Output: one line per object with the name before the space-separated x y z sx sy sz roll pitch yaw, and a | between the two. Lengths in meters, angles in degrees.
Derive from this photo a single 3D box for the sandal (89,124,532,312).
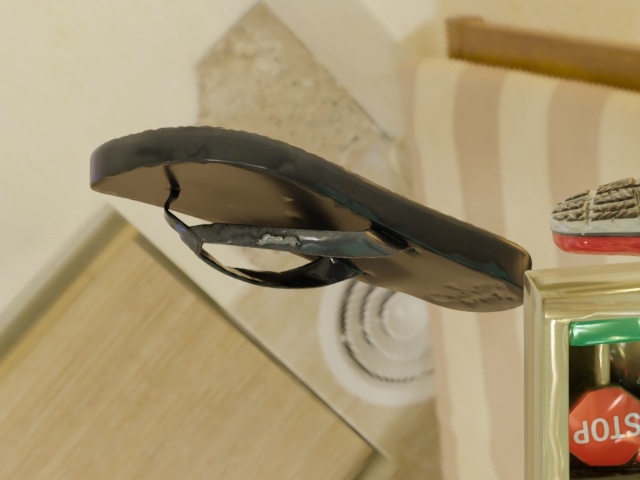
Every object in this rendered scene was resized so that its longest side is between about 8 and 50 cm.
sandal | 0.001 0.000 0.740 0.097 0.254 0.054 148 137 -63

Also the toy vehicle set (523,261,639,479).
toy vehicle set | 0.201 0.083 0.459 0.266 0.166 0.035 -5 14 -2

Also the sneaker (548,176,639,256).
sneaker | 0.312 0.019 1.071 0.279 0.118 0.107 6 22 16
